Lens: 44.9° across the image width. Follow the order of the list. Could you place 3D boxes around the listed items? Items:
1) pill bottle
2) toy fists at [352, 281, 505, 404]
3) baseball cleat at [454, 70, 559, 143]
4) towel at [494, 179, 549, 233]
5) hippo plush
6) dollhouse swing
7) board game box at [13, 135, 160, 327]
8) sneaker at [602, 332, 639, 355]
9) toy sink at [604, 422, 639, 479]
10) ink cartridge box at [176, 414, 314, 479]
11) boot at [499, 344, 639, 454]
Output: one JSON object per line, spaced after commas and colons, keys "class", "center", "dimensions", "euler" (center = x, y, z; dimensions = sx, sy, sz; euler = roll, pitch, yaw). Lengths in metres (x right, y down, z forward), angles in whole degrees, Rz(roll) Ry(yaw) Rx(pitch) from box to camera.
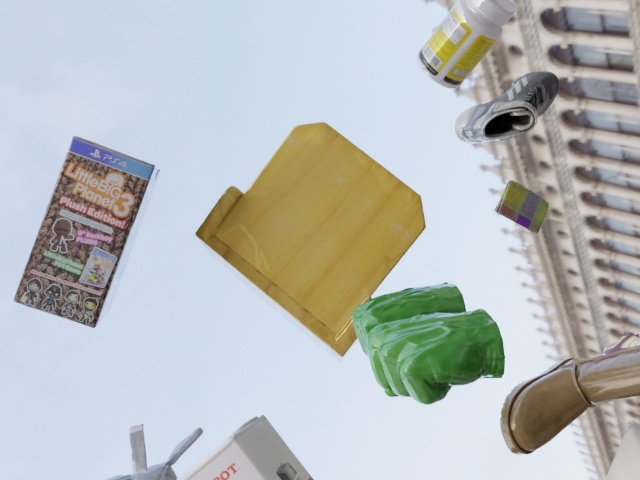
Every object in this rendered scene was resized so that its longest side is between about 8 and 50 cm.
{"class": "pill bottle", "center": [0.309, -0.436, 1.646], "dimensions": [0.119, 0.119, 0.208], "euler": [-16, -26, -46]}
{"class": "toy fists", "center": [0.120, 0.123, 0.953], "dimensions": [0.142, 0.279, 0.096], "euler": [-7, -79, -4]}
{"class": "baseball cleat", "center": [0.293, -0.187, 1.116], "dimensions": [0.205, 0.109, 0.072], "euler": [-32, -66, -22]}
{"class": "towel", "center": [0.321, -0.054, 1.231], "dimensions": [0.083, 0.009, 0.060], "euler": [27, -99, -14]}
{"class": "hippo plush", "center": [-0.344, 0.497, 1.349], "dimensions": [0.234, 0.237, 0.294], "euler": [8, -122, -17]}
{"class": "dollhouse swing", "center": [0.000, 0.000, 1.469], "dimensions": [0.305, 0.346, 0.315], "euler": [-51, -8, -9]}
{"class": "board game box", "center": [-0.402, -0.018, 1.370], "dimensions": [0.141, 0.232, 0.291], "euler": [20, -91, -10]}
{"class": "sneaker", "center": [0.640, 0.208, 1.524], "dimensions": [0.069, 0.185, 0.084], "euler": [46, -143, -23]}
{"class": "toy sink", "center": [0.539, 0.422, 1.213], "dimensions": [0.131, 0.152, 0.234], "euler": [10, -78, -38]}
{"class": "ink cartridge box", "center": [-0.064, 0.322, 0.822], "dimensions": [0.158, 0.218, 0.092], "euler": [-42, -11, 15]}
{"class": "boot", "center": [0.408, 0.202, 1.083], "dimensions": [0.236, 0.269, 0.089], "euler": [-33, -88, -39]}
